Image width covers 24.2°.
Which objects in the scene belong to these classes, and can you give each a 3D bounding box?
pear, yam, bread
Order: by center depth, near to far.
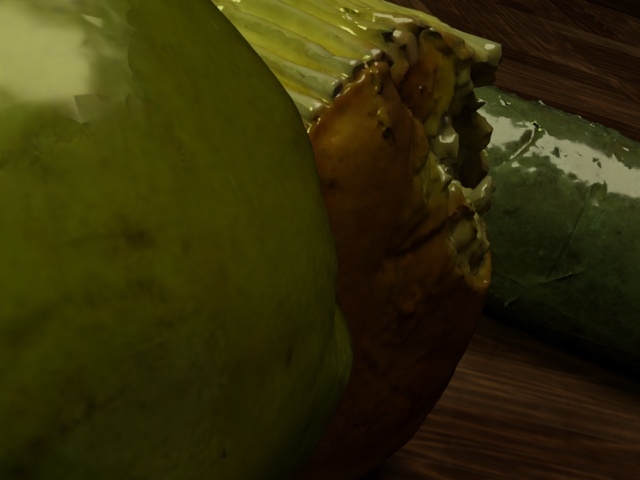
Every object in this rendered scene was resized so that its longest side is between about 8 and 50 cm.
[{"bbox_3d":[-0.167,0.011,0.538,0.375,0.287,0.287,1,23,-11],"label":"pear"},{"bbox_3d":[0.000,0.000,0.742,0.133,0.250,0.179,28,28,37],"label":"bread"},{"bbox_3d":[0.186,-0.005,1.068,0.268,0.161,0.161,21,19,6],"label":"yam"}]
